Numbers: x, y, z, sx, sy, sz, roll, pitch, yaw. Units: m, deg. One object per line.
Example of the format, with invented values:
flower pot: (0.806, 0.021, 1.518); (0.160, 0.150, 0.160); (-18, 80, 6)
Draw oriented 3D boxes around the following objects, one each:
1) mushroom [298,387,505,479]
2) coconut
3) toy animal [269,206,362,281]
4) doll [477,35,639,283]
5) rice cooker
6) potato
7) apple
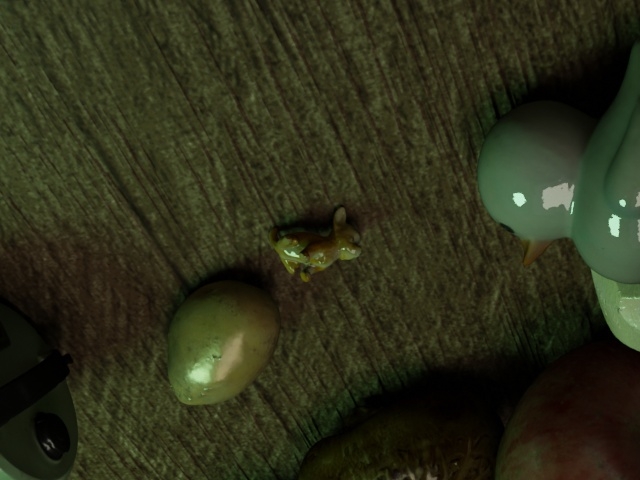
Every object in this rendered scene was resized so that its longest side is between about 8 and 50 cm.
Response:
mushroom: (0.100, 0.272, 1.733); (0.253, 0.153, 0.253); (-12, 148, -8)
coconut: (0.359, 0.035, 1.517); (0.161, 0.161, 0.162); (-19, 144, 8)
toy animal: (0.000, 0.000, 1.485); (0.083, 0.081, 0.060); (-35, 139, -29)
doll: (0.260, -0.080, 1.373); (0.221, 0.221, 0.251); (14, 110, -26)
rice cooker: (-0.368, 0.178, 1.467); (0.244, 0.226, 0.226); (-23, 137, 17)
potato: (-0.100, 0.107, 1.534); (0.112, 0.112, 0.147); (20, 123, -31)
apple: (0.351, 0.272, 1.666); (0.345, 0.344, 0.269); (6, 148, -19)
